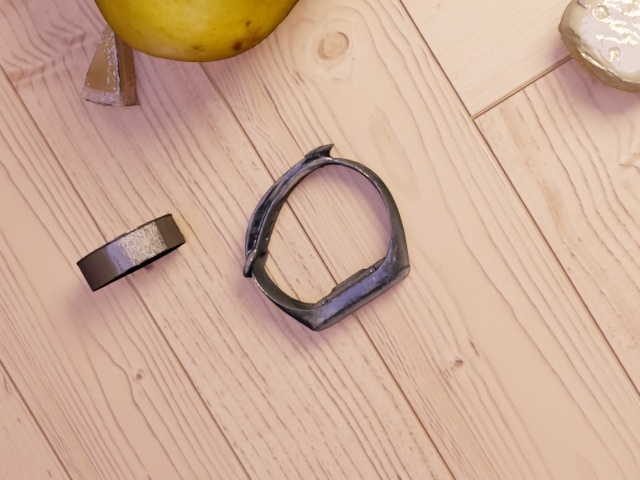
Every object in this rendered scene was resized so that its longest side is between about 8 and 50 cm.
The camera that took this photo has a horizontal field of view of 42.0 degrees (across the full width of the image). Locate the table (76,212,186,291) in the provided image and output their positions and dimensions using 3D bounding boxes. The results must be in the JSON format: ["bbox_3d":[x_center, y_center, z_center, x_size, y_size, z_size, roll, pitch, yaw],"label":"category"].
[{"bbox_3d":[-0.238,0.015,1.051,0.133,0.133,0.043,-28,92,17],"label":"table"}]

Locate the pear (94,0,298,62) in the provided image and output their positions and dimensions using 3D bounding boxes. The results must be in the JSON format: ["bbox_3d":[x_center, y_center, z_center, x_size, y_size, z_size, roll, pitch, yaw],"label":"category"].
[{"bbox_3d":[-0.124,-0.398,0.850,0.362,0.362,0.419,6,105,14],"label":"pear"}]

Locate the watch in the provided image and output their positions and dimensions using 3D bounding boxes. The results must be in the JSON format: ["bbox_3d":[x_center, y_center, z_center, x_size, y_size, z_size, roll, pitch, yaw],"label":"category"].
[{"bbox_3d":[0.000,0.000,1.022,0.206,0.068,0.193,-34,86,14],"label":"watch"}]

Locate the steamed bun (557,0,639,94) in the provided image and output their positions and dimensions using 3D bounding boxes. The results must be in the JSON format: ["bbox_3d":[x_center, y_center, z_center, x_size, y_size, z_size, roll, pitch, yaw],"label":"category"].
[{"bbox_3d":[0.324,-0.223,0.885,0.130,0.091,0.112,41,104,4],"label":"steamed bun"}]

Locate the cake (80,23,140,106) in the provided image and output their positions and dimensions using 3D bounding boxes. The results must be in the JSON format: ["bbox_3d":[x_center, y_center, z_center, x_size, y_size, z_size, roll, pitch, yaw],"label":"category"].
[{"bbox_3d":[-0.269,-0.233,1.063,0.065,0.052,0.121,4,100,17],"label":"cake"}]
